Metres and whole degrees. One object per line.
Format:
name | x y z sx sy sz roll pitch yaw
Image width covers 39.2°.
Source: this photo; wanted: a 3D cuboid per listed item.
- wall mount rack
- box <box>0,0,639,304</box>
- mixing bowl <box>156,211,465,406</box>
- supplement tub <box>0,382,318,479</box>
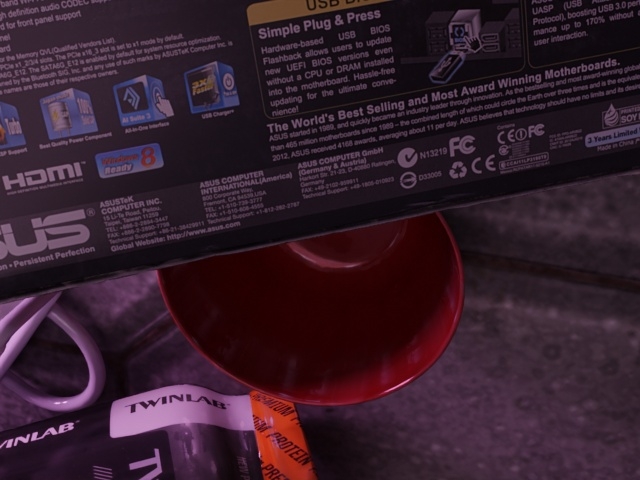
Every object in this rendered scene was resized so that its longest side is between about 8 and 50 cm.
wall mount rack | -0.355 0.071 0.683 0.350 0.130 0.304 39 124 -5
box | -0.008 -0.162 0.370 0.394 0.097 0.318 -12 111 -5
mixing bowl | 0.000 0.000 0.552 0.181 0.098 0.182 6 121 9
supplement tub | -0.162 0.221 0.606 0.337 0.207 0.207 -16 115 -7
